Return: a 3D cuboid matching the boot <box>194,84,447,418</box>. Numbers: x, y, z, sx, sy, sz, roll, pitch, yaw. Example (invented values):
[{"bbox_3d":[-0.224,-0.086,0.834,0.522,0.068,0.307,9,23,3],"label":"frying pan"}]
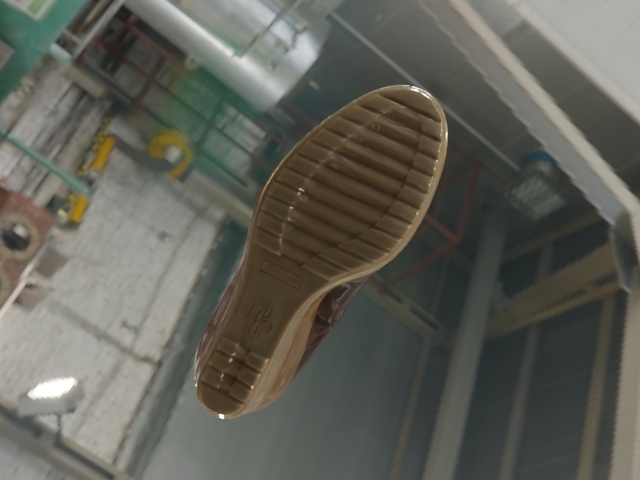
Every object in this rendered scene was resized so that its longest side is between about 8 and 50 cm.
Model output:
[{"bbox_3d":[0.000,0.000,0.779,0.248,0.090,0.207,-55,179,10],"label":"boot"}]
